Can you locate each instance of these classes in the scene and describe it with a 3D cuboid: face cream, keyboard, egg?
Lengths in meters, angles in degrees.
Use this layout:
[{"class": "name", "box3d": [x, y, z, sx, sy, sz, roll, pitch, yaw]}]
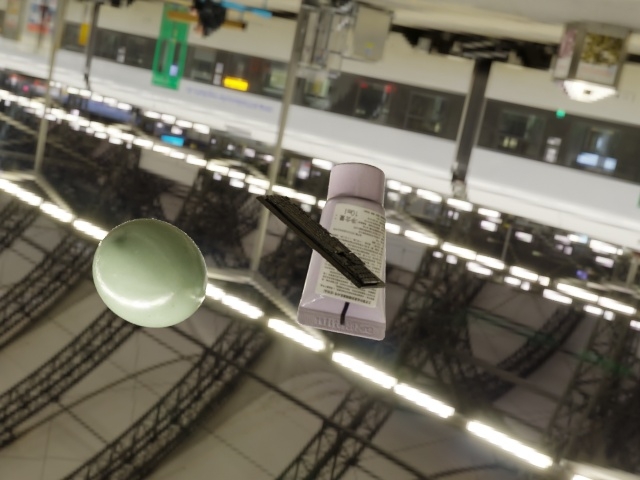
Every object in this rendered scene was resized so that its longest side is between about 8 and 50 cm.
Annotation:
[{"class": "face cream", "box3d": [0.049, 0.015, 1.496, 0.154, 0.273, 0.096, 15, 162, -24]}, {"class": "keyboard", "box3d": [0.001, -0.002, 1.202, 0.196, 0.015, 0.074, 41, -164, 26]}, {"class": "egg", "box3d": [-0.240, 0.046, 1.320, 0.149, 0.149, 0.192, 3, -167, -42]}]
